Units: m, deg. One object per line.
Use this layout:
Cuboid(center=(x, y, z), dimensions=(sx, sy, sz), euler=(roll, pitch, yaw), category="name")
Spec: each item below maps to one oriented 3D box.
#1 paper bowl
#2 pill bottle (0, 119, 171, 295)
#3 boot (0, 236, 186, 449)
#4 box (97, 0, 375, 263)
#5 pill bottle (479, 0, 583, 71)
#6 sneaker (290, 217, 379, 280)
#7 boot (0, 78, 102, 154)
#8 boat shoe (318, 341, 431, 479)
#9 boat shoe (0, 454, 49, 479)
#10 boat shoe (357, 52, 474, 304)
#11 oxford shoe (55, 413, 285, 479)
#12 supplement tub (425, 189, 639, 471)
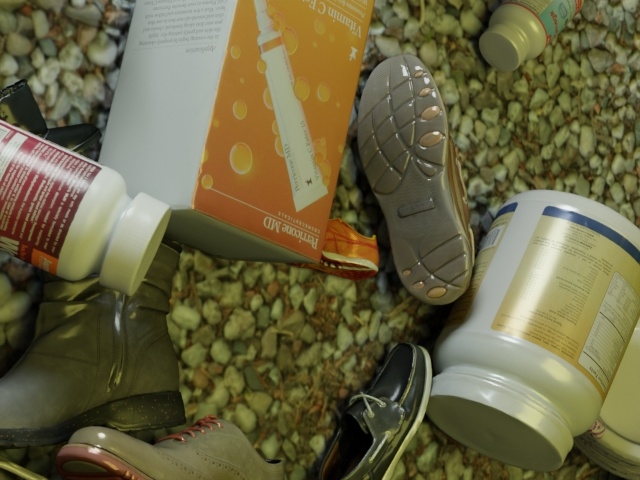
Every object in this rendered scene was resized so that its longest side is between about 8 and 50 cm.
Cuboid(center=(0.468, 0.203, 2.061), dimensions=(0.284, 0.284, 0.148), euler=(-61, 164, -23), category="paper bowl")
Cuboid(center=(-0.270, -0.033, 1.462), dimensions=(0.221, 0.121, 0.121), euler=(24, 70, 0), category="pill bottle")
Cuboid(center=(-0.285, 0.098, 1.529), dimensions=(0.338, 0.118, 0.223), euler=(-2, 87, -51), category="boot")
Cuboid(center=(-0.092, -0.168, 1.628), dimensions=(0.215, 0.168, 0.345), euler=(23, 74, -47), category="box")
Cuboid(center=(0.288, -0.304, 2.017), dimensions=(0.160, 0.087, 0.087), euler=(-47, 117, -30), category="pill bottle")
Cuboid(center=(0.000, 0.000, 1.798), dimensions=(0.175, 0.064, 0.067), euler=(21, 56, -43), category="sneaker")
Cuboid(center=(-0.299, -0.124, 1.556), dimensions=(0.121, 0.045, 0.099), euler=(-38, 106, -36), category="boot")
Cuboid(center=(0.069, 0.223, 1.822), dimensions=(0.079, 0.084, 0.233), euler=(42, 65, -35), category="boat shoe")
Cuboid(center=(-0.264, 0.311, 1.509), dimensions=(0.267, 0.088, 0.096), euler=(48, 67, -15), category="boat shoe")
Cuboid(center=(0.126, -0.075, 1.875), dimensions=(0.116, 0.123, 0.324), euler=(12, 69, -73), category="boat shoe")
Cuboid(center=(-0.152, 0.242, 1.561), dimensions=(0.348, 0.123, 0.130), euler=(40, 56, -53), category="oxford shoe")
Cuboid(center=(0.283, 0.117, 1.910), dimensions=(0.228, 0.228, 0.316), euler=(42, 64, -31), category="supplement tub")
